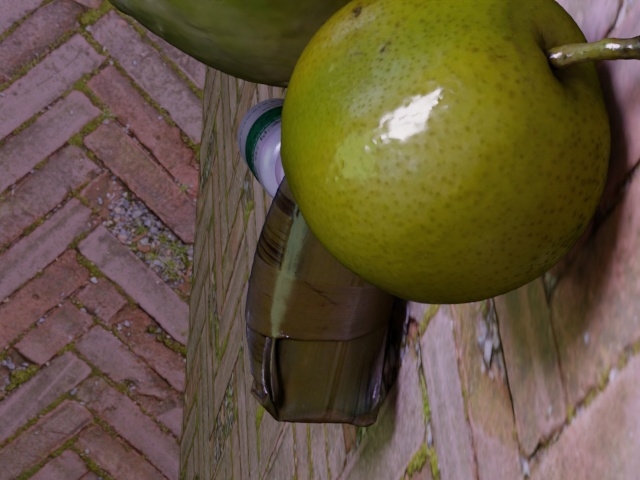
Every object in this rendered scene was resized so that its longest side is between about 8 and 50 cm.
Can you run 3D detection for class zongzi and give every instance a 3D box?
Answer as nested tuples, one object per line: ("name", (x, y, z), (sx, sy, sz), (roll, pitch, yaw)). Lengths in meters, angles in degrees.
("zongzi", (0.000, 0.000, 1.111), (0.289, 0.123, 0.260), (-110, 29, -72))

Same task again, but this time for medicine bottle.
("medicine bottle", (-0.027, -0.088, 1.314), (0.260, 0.095, 0.095), (-133, 46, -72))

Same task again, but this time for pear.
("pear", (0.080, -0.066, 0.654), (0.216, 0.166, 0.180), (-37, 34, 42))

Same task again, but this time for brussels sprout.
("brussels sprout", (-0.056, -0.256, 1.036), (0.247, 0.328, 0.328), (-56, 18, 9))
